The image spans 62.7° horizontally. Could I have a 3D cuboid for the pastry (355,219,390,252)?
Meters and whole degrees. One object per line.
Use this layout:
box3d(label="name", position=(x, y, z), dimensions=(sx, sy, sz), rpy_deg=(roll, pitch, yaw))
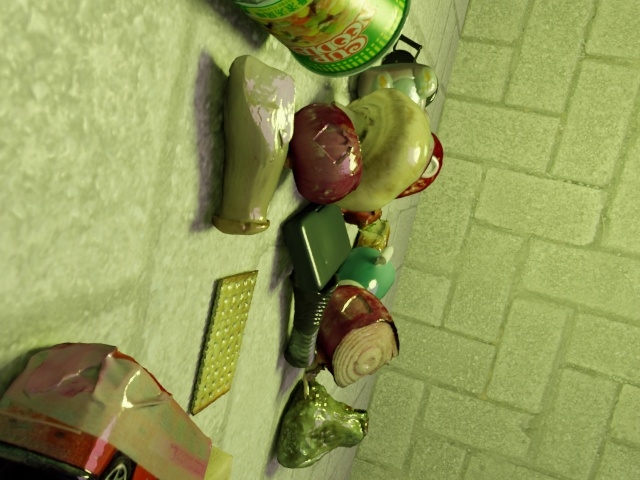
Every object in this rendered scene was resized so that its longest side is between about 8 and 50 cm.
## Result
box3d(label="pastry", position=(0.174, 0.030, 1.767), dimensions=(0.229, 0.100, 0.219), rpy_deg=(-11, 115, -74))

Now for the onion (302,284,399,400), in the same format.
box3d(label="onion", position=(0.069, 0.233, 1.383), dimensions=(0.230, 0.272, 0.256), rpy_deg=(51, -47, 51))

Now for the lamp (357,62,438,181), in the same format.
box3d(label="lamp", position=(0.172, -0.288, 1.332), dimensions=(0.247, 0.247, 0.301), rpy_deg=(-130, -149, -60))

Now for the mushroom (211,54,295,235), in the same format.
box3d(label="mushroom", position=(-0.091, -0.125, 0.719), dimensions=(0.108, 0.096, 0.247), rpy_deg=(-102, -159, -65))

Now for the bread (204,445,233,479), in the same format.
box3d(label="bread", position=(-0.208, 0.407, 0.840), dimensions=(0.152, 0.077, 0.105), rpy_deg=(-13, 116, -71))

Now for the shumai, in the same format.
box3d(label="shumai", position=(0.010, 0.522, 1.452), dimensions=(0.261, 0.221, 0.225), rpy_deg=(-46, 151, -51))

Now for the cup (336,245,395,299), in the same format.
box3d(label="cup", position=(0.115, 0.128, 1.557), dimensions=(0.173, 0.167, 0.300), rpy_deg=(-46, 175, -48))

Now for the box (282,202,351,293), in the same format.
box3d(label="box", position=(0.000, 0.000, 1.132), dimensions=(0.230, 0.050, 0.160), rpy_deg=(-45, 123, -60))

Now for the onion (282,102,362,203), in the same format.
box3d(label="onion", position=(0.001, -0.150, 0.917), dimensions=(0.177, 0.153, 0.177), rpy_deg=(4, 90, -72))

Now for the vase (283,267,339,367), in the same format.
box3d(label="vase", position=(-0.030, 0.180, 1.208), dimensions=(0.115, 0.115, 0.238), rpy_deg=(-50, 154, -56))

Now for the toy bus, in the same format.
box3d(label="toy bus", position=(-0.217, 0.220, 0.547), dimensions=(0.303, 0.127, 0.147), rpy_deg=(82, 22, -51))

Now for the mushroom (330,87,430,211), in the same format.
box3d(label="mushroom", position=(0.086, -0.195, 1.063), dimensions=(0.234, 0.253, 0.260), rpy_deg=(24, 75, -37))

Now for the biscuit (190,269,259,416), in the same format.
box3d(label="biscuit", position=(-0.160, 0.166, 0.888), dimensions=(0.139, 0.016, 0.232), rpy_deg=(-11, 116, -72))

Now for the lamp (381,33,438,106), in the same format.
box3d(label="lamp", position=(0.235, -0.460, 1.496), dimensions=(0.172, 0.147, 0.227), rpy_deg=(-54, 160, 14))

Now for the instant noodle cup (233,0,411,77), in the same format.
box3d(label="instant noodle cup", position=(-0.019, -0.326, 0.637), dimensions=(0.232, 0.207, 0.207), rpy_deg=(-10, 115, -63))

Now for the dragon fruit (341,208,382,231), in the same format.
box3d(label="dragon fruit", position=(0.074, -0.090, 1.310), dimensions=(0.175, 0.138, 0.142), rpy_deg=(-8, 73, -42))

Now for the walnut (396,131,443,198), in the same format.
box3d(label="walnut", position=(0.239, -0.252, 1.568), dimensions=(0.269, 0.221, 0.244), rpy_deg=(-32, 104, -61))
